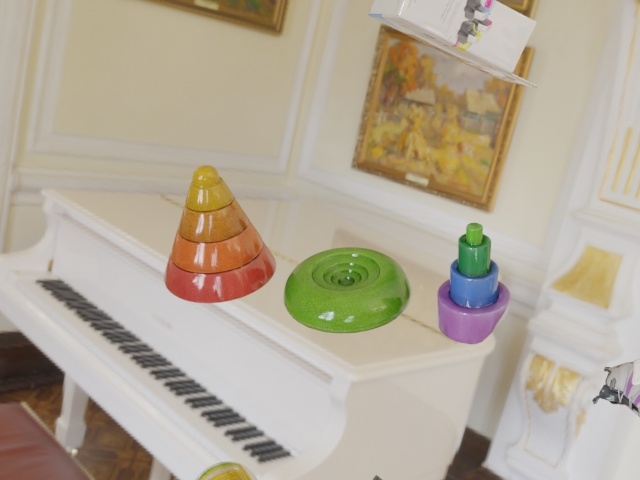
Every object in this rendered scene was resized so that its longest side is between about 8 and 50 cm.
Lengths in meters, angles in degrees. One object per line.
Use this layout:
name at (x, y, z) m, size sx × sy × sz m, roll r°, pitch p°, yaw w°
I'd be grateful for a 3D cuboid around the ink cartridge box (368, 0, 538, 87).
ink cartridge box at (0.155, -0.232, 0.789) m, size 0.181 × 0.062 × 0.104 m, roll 21°, pitch 12°, yaw -19°

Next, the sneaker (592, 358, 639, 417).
sneaker at (0.329, 0.173, 0.783) m, size 0.069 × 0.038 × 0.098 m, roll -12°, pitch 33°, yaw 16°

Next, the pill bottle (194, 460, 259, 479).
pill bottle at (-0.138, 0.489, 1.259) m, size 0.136 × 0.136 × 0.245 m, roll 8°, pitch 2°, yaw -22°

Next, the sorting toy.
sorting toy at (0.000, 0.000, 0.704) m, size 0.365 × 0.126 × 0.127 m, roll 9°, pitch 33°, yaw 24°

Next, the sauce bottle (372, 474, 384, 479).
sauce bottle at (0.056, 0.410, 1.088) m, size 0.042 × 0.128 × 0.042 m, roll 35°, pitch -13°, yaw 9°
